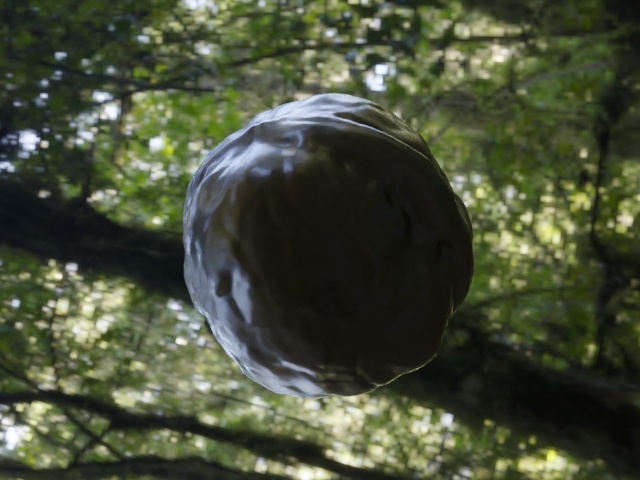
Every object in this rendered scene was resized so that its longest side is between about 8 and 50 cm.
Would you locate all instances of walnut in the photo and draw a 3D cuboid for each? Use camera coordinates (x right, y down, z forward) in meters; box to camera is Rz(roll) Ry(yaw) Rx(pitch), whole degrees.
[{"bbox_3d":[0.002,0.000,1.110,0.248,0.248,0.248,-11,-75,-47],"label":"walnut"}]
